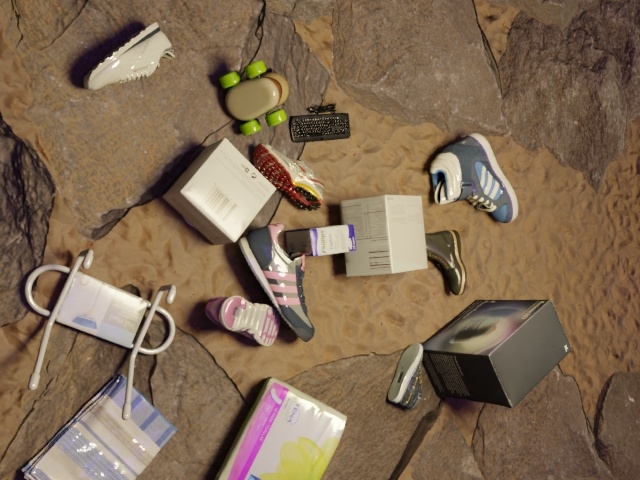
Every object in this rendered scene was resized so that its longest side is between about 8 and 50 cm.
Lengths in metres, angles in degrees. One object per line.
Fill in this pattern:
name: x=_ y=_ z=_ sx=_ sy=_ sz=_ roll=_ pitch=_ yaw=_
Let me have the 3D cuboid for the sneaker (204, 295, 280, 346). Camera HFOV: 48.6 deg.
sneaker: x=-0.191 y=0.187 z=1.719 sx=0.236 sy=0.105 sz=0.095 roll=35 pitch=66 yaw=-50

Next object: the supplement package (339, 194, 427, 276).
supplement package: x=0.171 y=-0.014 z=1.904 sx=0.194 sy=0.149 sz=0.203 roll=-3 pitch=88 yaw=-53

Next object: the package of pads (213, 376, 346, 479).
package of pads: x=-0.091 y=0.509 z=1.714 sx=0.229 sy=0.101 sz=0.296 roll=29 pitch=71 yaw=-5

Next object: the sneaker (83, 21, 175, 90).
sneaker: x=-0.430 y=-0.399 z=1.607 sx=0.235 sy=0.090 sz=0.094 roll=-45 pitch=120 yaw=-26

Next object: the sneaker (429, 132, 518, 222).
sneaker: x=0.445 y=-0.141 z=2.148 sx=0.236 sy=0.130 sz=0.322 roll=-36 pitch=111 yaw=-20

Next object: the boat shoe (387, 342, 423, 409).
boat shoe: x=0.260 y=0.387 z=2.018 sx=0.083 sy=0.065 sz=0.183 roll=33 pitch=76 yaw=-29

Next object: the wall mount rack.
wall mount rack: x=-0.467 y=0.197 z=1.510 sx=0.350 sy=0.130 sz=0.304 roll=28 pitch=72 yaw=-28

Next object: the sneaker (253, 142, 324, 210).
sneaker: x=-0.081 y=-0.173 z=1.830 sx=0.225 sy=0.088 sz=0.092 roll=41 pitch=46 yaw=-24

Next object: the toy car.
toy car: x=-0.140 y=-0.374 z=1.792 sx=0.155 sy=0.149 sz=0.188 roll=67 pitch=29 yaw=-15

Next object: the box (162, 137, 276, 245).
box: x=-0.239 y=-0.113 z=1.687 sx=0.181 sy=0.119 sz=0.181 roll=45 pitch=64 yaw=-22

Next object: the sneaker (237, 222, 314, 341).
sneaker: x=-0.074 y=0.104 z=1.764 sx=0.131 sy=0.112 sz=0.319 roll=-31 pitch=107 yaw=-2

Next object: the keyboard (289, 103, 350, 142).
keyboard: x=0.005 y=-0.320 z=1.912 sx=0.192 sy=0.038 sz=0.100 roll=-11 pitch=92 yaw=-34

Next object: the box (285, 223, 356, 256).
box: x=0.000 y=0.000 z=1.832 sx=0.137 sy=0.126 sz=0.072 roll=-8 pitch=92 yaw=-34

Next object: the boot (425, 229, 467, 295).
boot: x=0.351 y=0.068 z=2.099 sx=0.137 sy=0.077 sz=0.197 roll=-1 pitch=74 yaw=-29

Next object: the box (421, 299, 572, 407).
box: x=0.497 y=0.310 z=2.037 sx=0.296 sy=0.294 sz=0.182 roll=-33 pitch=105 yaw=-31

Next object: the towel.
towel: x=-0.471 y=0.459 z=1.546 sx=0.285 sy=0.034 sz=0.209 roll=-48 pitch=112 yaw=-27
